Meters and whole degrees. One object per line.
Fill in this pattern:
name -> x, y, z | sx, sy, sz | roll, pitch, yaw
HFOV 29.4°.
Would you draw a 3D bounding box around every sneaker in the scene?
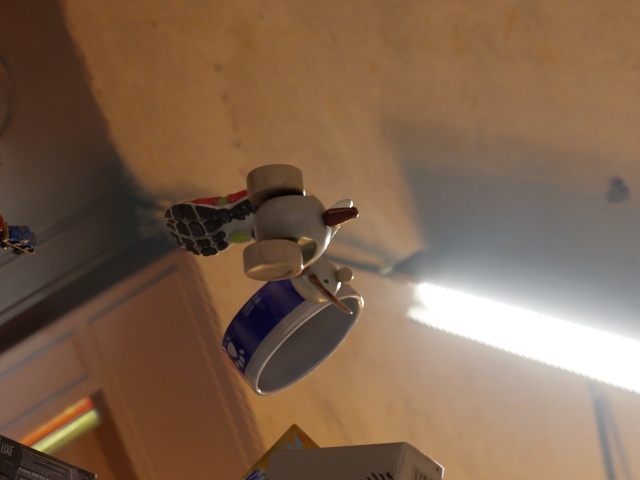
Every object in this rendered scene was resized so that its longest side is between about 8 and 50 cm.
sneaker -> -0.154, -0.044, 2.218 | 0.279, 0.118, 0.107 | -5, -69, 30

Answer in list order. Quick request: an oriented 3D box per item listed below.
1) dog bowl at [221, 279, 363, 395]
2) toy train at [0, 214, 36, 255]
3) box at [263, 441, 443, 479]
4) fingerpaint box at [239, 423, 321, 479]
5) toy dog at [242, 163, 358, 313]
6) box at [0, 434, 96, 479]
dog bowl -> -0.052, 0.161, 2.261 | 0.104, 0.265, 0.265 | 46, -31, 22
toy train -> -0.358, -0.020, 1.300 | 0.036, 0.158, 0.027 | -24, -122, 24
box -> 0.045, 0.379, 1.883 | 0.275, 0.094, 0.113 | -14, -40, 40
fingerpaint box -> -0.079, 0.653, 2.473 | 0.371, 0.445, 0.163 | 34, -14, 52
toy dog -> 0.000, 0.000, 1.768 | 0.161, 0.333, 0.220 | -5, -90, 14
box -> -0.582, 0.506, 2.276 | 0.076, 0.242, 0.307 | -21, -40, 39
